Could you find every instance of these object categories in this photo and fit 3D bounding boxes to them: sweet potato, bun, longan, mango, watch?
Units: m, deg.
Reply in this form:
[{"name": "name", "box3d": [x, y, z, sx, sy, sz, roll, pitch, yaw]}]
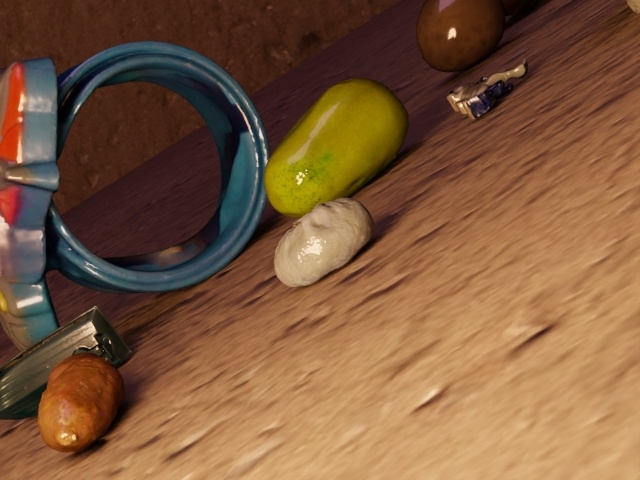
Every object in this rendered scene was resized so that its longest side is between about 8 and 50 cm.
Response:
[{"name": "sweet potato", "box3d": [-0.173, 0.111, 1.223, 0.065, 0.051, 0.218, -36, 9, 1]}, {"name": "bun", "box3d": [0.000, 0.000, 1.219, 0.083, 0.045, 0.083, -34, 4, 2]}, {"name": "longan", "box3d": [0.149, -0.231, 1.803, 0.113, 0.092, 0.113, -50, 15, 19]}, {"name": "mango", "box3d": [0.009, -0.083, 1.499, 0.163, 0.089, 0.117, -39, 10, -27]}, {"name": "watch", "box3d": [-0.188, -0.031, 1.585, 0.274, 0.305, 0.241, -5, 2, -20]}]

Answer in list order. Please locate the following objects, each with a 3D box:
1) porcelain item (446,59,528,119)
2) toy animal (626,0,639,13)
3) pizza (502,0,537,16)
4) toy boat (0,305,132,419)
[{"name": "porcelain item", "box3d": [0.155, -0.140, 1.500, 0.075, 0.021, 0.136, -33, 8, 2]}, {"name": "toy animal", "box3d": [0.261, -0.253, 1.218, 0.079, 0.070, 0.253, -57, -23, -28]}, {"name": "pizza", "box3d": [0.278, -0.336, 2.021, 0.292, 0.058, 0.197, -36, 8, -26]}, {"name": "toy boat", "box3d": [-0.233, 0.113, 1.418, 0.141, 0.055, 0.060, -32, 16, 12]}]
